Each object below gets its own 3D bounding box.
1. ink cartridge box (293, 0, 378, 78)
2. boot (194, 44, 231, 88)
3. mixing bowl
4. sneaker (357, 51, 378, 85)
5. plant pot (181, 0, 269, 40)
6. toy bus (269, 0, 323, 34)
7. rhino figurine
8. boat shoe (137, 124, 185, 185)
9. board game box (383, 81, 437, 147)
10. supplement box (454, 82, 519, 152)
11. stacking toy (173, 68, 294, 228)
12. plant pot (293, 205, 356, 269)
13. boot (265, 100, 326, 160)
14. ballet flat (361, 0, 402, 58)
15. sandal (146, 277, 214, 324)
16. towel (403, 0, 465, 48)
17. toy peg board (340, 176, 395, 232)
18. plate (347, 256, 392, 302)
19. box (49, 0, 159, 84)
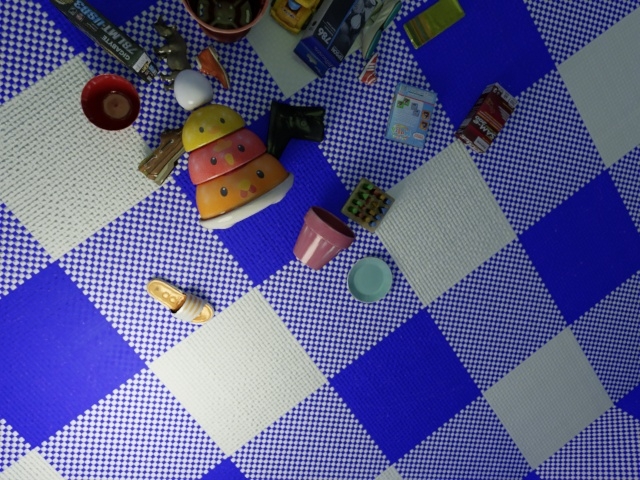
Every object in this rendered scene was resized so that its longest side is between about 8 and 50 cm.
[{"bbox_3d":[0.056,-0.753,1.621,0.165,0.065,0.333,29,93,-43],"label":"ink cartridge box"},{"bbox_3d":[-0.370,-0.586,1.598,0.084,0.059,0.158,-30,95,-3],"label":"boot"},{"bbox_3d":[-0.685,-0.452,1.529,0.181,0.098,0.182,-2,100,-11],"label":"mixing bowl"},{"bbox_3d":[0.196,-0.634,1.709,0.067,0.042,0.118,31,99,-10],"label":"sneaker"},{"bbox_3d":[-0.307,-0.771,1.472,0.272,0.265,0.273,-2,99,-12],"label":"plant pot"},{"bbox_3d":[-0.058,-0.835,1.543,0.149,0.211,0.220,33,92,-16],"label":"toy bus"},{"bbox_3d":[-0.502,-0.637,1.552,0.106,0.073,0.243,-12,99,-6],"label":"rhino figurine"},{"bbox_3d":[-0.505,-0.336,1.576,0.104,0.111,0.307,37,90,-15],"label":"boat shoe"},{"bbox_3d":[0.345,-0.478,1.765,0.160,0.039,0.212,12,95,-13],"label":"board game box"},{"bbox_3d":[0.653,-0.479,1.810,0.130,0.073,0.239,33,92,-15],"label":"supplement box"},{"bbox_3d":[-0.332,-0.307,1.476,0.350,0.350,0.480,-29,108,-6],"label":"stacking toy"},{"bbox_3d":[0.000,0.000,1.700,0.201,0.201,0.180,31,107,-14],"label":"plant pot"},{"bbox_3d":[-0.089,-0.375,1.663,0.207,0.094,0.247,7,91,-9],"label":"boot"},{"bbox_3d":[0.202,-0.780,1.679,0.086,0.086,0.248,34,89,-14],"label":"ballet flat"},{"bbox_3d":[-0.517,0.233,1.677,0.265,0.076,0.102,31,92,-14],"label":"sandal"},{"bbox_3d":[0.431,-0.831,1.738,0.237,0.021,0.102,-36,104,-5],"label":"towel"},{"bbox_3d":[0.191,-0.132,1.765,0.160,0.079,0.161,33,91,-14],"label":"toy peg board"},{"bbox_3d":[0.195,0.156,1.838,0.188,0.024,0.188,-2,99,-10],"label":"plate"},{"bbox_3d":[-0.654,-0.624,1.410,0.295,0.293,0.073,39,88,-15],"label":"box"}]
